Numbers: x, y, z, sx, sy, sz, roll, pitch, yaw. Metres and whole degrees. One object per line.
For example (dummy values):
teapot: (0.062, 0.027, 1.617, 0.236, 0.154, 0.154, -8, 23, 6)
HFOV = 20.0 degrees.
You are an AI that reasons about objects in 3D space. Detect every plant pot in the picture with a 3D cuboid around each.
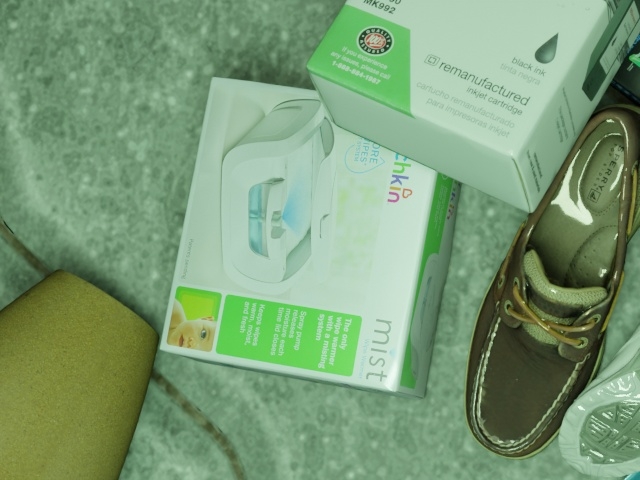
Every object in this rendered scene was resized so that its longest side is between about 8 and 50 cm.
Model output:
plant pot: (-0.266, 0.164, 1.692, 0.237, 0.237, 0.254, 31, 78, 16)

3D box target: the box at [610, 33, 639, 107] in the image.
box: (0.368, -0.247, 1.640, 0.293, 0.073, 0.295, 39, 94, 16)

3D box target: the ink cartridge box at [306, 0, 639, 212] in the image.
ink cartridge box: (0.154, -0.202, 1.558, 0.211, 0.121, 0.289, 25, 75, 23)

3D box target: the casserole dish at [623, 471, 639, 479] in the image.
casserole dish: (0.336, 0.230, 1.609, 0.188, 0.037, 0.114, -43, 75, 5)

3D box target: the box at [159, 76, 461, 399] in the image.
box: (0.000, 0.000, 1.680, 0.231, 0.127, 0.262, 10, 85, 17)

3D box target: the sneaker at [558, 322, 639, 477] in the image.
sneaker: (0.299, 0.115, 1.607, 0.090, 0.115, 0.232, 38, 117, 1)

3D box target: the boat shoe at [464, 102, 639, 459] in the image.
boat shoe: (0.208, 0.039, 1.607, 0.123, 0.123, 0.342, 27, 101, 15)
